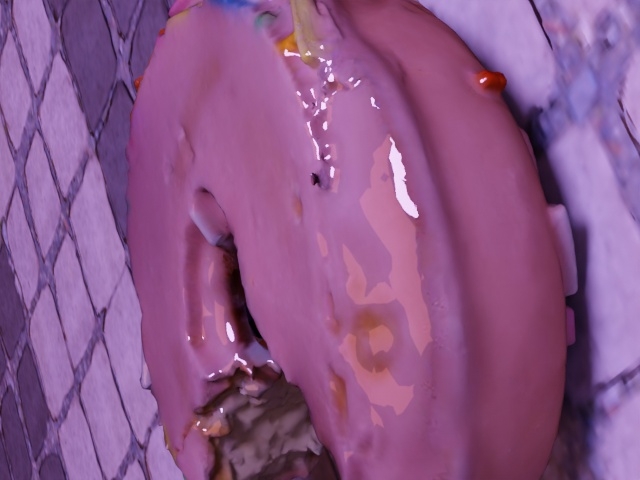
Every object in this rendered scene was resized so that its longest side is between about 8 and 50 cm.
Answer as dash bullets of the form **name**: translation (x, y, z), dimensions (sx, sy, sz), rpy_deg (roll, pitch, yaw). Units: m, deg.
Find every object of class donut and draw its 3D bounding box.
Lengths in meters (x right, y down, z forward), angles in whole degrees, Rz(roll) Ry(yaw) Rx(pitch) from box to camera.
- **donut**: translation (0.000, 0.000, 0.491), dimensions (0.233, 0.085, 0.199), rpy_deg (-8, 91, 64)
